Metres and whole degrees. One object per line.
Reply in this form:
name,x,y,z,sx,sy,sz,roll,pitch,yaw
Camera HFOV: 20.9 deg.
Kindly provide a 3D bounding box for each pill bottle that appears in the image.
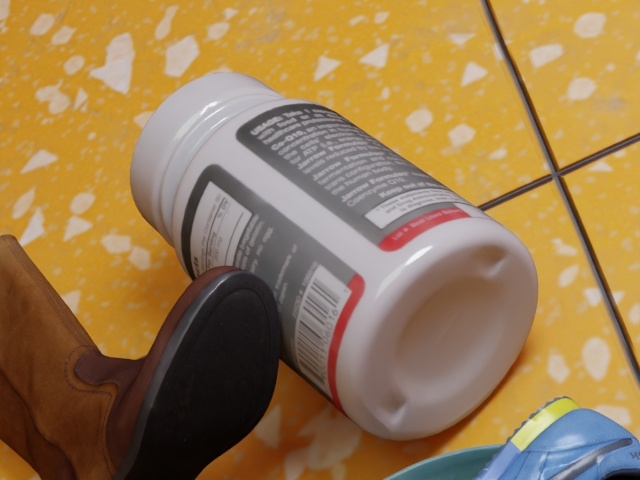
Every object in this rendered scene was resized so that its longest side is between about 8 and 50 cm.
pill bottle,0.000,0.000,1.198,0.161,0.161,0.283,-45,48,-8

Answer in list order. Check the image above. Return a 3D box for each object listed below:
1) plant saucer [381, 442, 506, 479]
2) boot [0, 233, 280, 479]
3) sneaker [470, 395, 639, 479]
plant saucer,0.099,0.270,1.024,0.318,0.043,0.317,-14,51,18
boot,-0.151,0.076,1.214,0.096,0.264,0.280,-5,34,-35
sneaker,0.109,0.186,1.007,0.209,0.069,0.082,-46,52,-9
